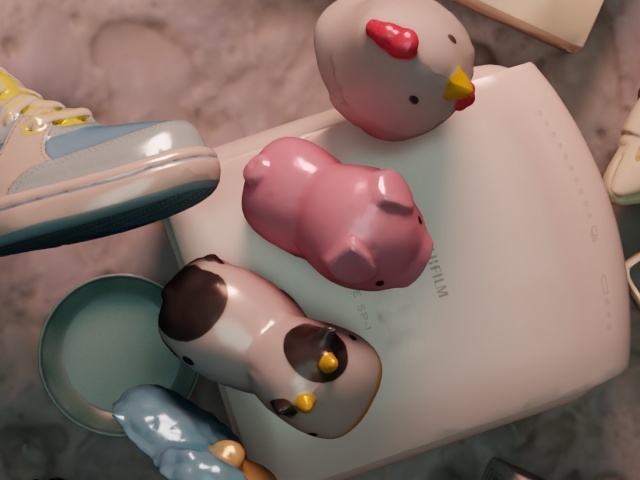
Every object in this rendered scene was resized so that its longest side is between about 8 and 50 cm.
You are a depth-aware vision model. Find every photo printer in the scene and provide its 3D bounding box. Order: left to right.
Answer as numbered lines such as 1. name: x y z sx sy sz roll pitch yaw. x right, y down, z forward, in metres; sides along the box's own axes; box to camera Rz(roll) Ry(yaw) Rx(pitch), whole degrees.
1. photo printer: 0.061 0.023 1.027 0.307 0.107 0.256 -18 92 -3

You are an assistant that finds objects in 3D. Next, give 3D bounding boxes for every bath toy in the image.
1. bath toy: 0.000 0.000 0.906 0.151 0.129 0.348 27 88 -1

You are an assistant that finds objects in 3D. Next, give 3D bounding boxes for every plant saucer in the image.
1. plant saucer: -0.147 0.084 1.058 0.119 0.021 0.119 0 92 -3

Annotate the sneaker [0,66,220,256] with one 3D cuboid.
1. sneaker: -0.224 -0.093 0.958 0.319 0.127 0.208 -10 88 22

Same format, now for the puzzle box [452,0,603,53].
1. puzzle box: 0.060 -0.340 1.049 0.409 0.052 0.272 25 89 -4

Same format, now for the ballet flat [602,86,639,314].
1. ballet flat: 0.265 -0.015 1.045 0.106 0.107 0.316 -14 91 4

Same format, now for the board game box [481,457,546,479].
1. board game box: 0.117 0.321 0.980 0.097 0.224 0.303 27 90 -6

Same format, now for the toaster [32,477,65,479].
1. toaster: -0.216 0.256 0.989 0.168 0.185 0.110 -38 96 -10
